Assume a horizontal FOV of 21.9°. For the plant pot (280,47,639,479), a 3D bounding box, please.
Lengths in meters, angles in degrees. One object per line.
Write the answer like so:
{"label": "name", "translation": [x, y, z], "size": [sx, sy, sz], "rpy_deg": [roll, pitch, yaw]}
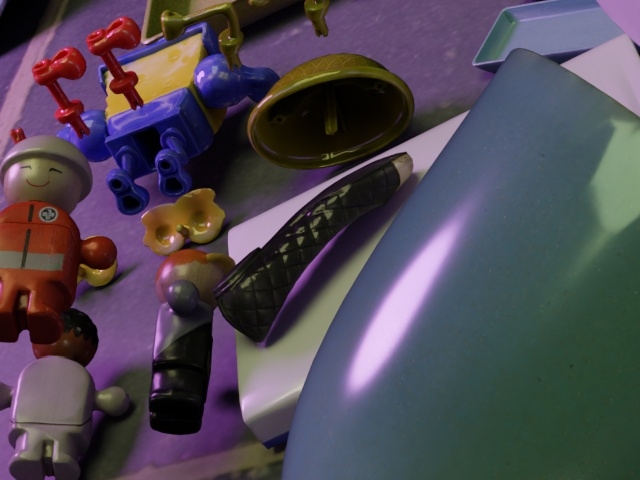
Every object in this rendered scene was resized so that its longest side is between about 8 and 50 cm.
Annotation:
{"label": "plant pot", "translation": [0.122, 0.095, 0.750], "size": [0.235, 0.293, 0.293], "rpy_deg": [-49, 34, 3]}

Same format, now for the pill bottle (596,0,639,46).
{"label": "pill bottle", "translation": [0.289, -0.237, 0.978], "size": [0.283, 0.160, 0.160], "rpy_deg": [-42, 34, -8]}

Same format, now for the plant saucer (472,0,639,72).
{"label": "plant saucer", "translation": [0.201, -0.155, 1.204], "size": [0.192, 0.018, 0.067], "rpy_deg": [-3, 45, 41]}

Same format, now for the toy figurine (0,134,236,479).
{"label": "toy figurine", "translation": [-0.183, 0.049, 1.108], "size": [0.213, 0.209, 0.148], "rpy_deg": [-29, 44, 35]}

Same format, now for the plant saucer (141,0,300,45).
{"label": "plant saucer", "translation": [-0.070, -0.254, 1.539], "size": [0.188, 0.045, 0.188], "rpy_deg": [-22, 36, 18]}

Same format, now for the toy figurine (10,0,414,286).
{"label": "toy figurine", "translation": [-0.115, -0.134, 1.318], "size": [0.362, 0.191, 0.217], "rpy_deg": [-22, 31, 17]}

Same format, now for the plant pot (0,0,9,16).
{"label": "plant pot", "translation": [-0.422, -0.355, 1.799], "size": [0.271, 0.272, 0.255], "rpy_deg": [-20, 21, 21]}

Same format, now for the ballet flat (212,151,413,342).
{"label": "ballet flat", "translation": [0.000, 0.000, 1.108], "size": [0.173, 0.049, 0.057], "rpy_deg": [-41, 6, -18]}

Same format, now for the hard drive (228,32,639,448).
{"label": "hard drive", "translation": [0.089, -0.005, 1.102], "size": [0.318, 0.040, 0.210], "rpy_deg": [-26, 35, 13]}
